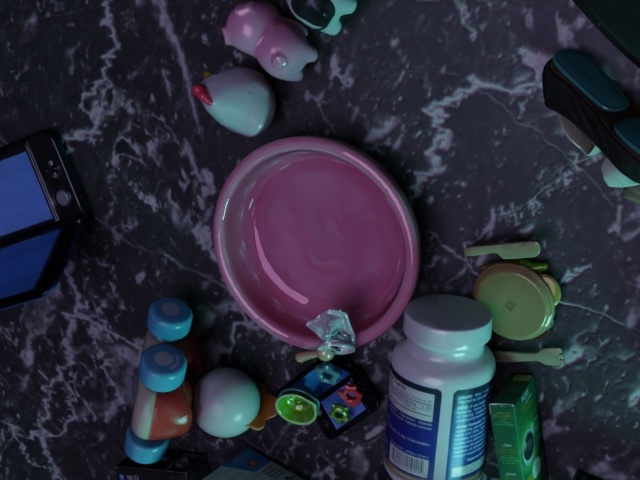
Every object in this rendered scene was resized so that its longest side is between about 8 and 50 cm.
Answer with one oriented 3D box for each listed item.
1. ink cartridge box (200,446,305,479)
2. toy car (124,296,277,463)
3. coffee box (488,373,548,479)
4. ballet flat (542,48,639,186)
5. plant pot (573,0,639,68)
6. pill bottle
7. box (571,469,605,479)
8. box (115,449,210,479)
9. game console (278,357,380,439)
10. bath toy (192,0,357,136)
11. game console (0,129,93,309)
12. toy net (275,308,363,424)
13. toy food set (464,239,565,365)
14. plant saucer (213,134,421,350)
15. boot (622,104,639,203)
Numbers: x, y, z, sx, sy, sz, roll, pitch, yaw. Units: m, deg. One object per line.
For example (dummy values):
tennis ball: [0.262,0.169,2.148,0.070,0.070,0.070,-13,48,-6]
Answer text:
ink cartridge box: [-0.087,0.487,1.726,0.232,0.171,0.168,25,115,24]
toy car: [-0.183,0.242,1.729,0.237,0.210,0.219,11,128,-9]
coffee box: [0.290,0.298,1.541,0.040,0.113,0.184,-2,107,29]
ballet flat: [0.373,-0.132,1.328,0.096,0.095,0.280,99,150,-42]
plant pot: [0.423,-0.296,1.252,0.187,0.188,0.167,-29,104,29]
pill bottle: [0.174,0.222,1.539,0.153,0.153,0.265,12,114,21]
box: [0.475,0.471,1.525,0.289,0.087,0.169,21,114,17]
box: [-0.268,0.467,1.872,0.147,0.077,0.180,0,107,24]
game console: [0.014,0.249,1.671,0.122,0.071,0.107,-39,73,30]
bath toy: [-0.072,-0.304,1.501,0.348,0.129,0.151,-54,47,27]
game console: [-0.553,-0.019,1.789,0.293,0.173,0.250,-16,100,28]
toy net: [0.013,0.200,1.591,0.122,0.045,0.232,22,131,5]
toy food set: [0.283,0.085,1.521,0.132,0.038,0.192,-3,111,33]
plant saucer: [0.000,0.000,1.592,0.332,0.084,0.332,8,110,22]
boot: [0.497,-0.101,1.334,0.213,0.077,0.165,17,112,26]
